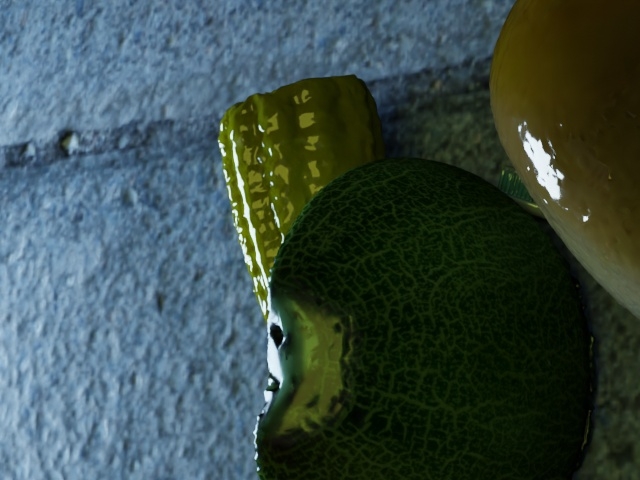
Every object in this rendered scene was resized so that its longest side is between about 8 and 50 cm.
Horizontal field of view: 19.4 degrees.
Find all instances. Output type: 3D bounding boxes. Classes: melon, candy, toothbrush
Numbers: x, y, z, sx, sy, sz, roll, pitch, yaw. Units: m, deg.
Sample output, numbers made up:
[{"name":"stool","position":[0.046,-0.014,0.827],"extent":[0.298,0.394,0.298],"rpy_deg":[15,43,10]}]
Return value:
[{"name":"melon","position":[0.059,0.075,1.035],"extent":[0.129,0.169,0.265],"rpy_deg":[0,83,35]},{"name":"candy","position":[0.000,0.000,1.149],"extent":[0.094,0.106,0.199],"rpy_deg":[-28,67,48]},{"name":"toothbrush","position":[0.202,-0.001,1.043],"extent":[0.263,0.022,0.026],"rpy_deg":[19,102,39]}]

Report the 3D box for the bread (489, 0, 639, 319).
[{"name":"bread","position":[0.271,-0.107,0.857],"extent":[0.376,0.253,0.348],"rpy_deg":[-46,52,16]}]
